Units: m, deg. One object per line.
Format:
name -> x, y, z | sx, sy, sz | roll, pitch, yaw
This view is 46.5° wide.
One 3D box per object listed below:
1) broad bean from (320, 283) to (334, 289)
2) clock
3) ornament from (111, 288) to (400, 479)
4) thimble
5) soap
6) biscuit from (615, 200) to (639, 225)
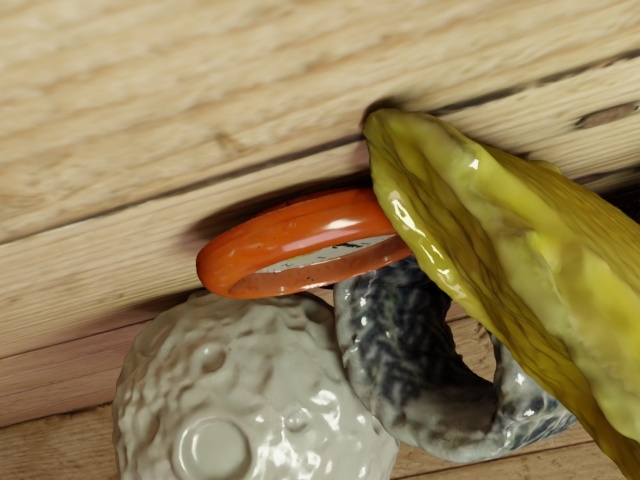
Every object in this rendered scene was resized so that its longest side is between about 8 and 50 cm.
broad bean -> 0.057, 0.045, 0.921 | 0.060, 0.043, 0.297 | -6, 172, 28
clock -> 0.000, 0.000, 0.602 | 0.205, 0.051, 0.205 | -14, 168, -3
ornament -> -0.064, 0.212, 0.862 | 0.337, 0.337, 0.337 | -13, 169, -3
thimble -> 0.142, 0.087, 0.720 | 0.157, 0.245, 0.217 | -3, 128, -42
soap -> 0.197, 0.054, 0.514 | 0.427, 0.306, 0.115 | 12, 124, -50
biscuit -> 0.389, -0.010, 0.815 | 0.305, 0.038, 0.305 | -14, -169, 3
